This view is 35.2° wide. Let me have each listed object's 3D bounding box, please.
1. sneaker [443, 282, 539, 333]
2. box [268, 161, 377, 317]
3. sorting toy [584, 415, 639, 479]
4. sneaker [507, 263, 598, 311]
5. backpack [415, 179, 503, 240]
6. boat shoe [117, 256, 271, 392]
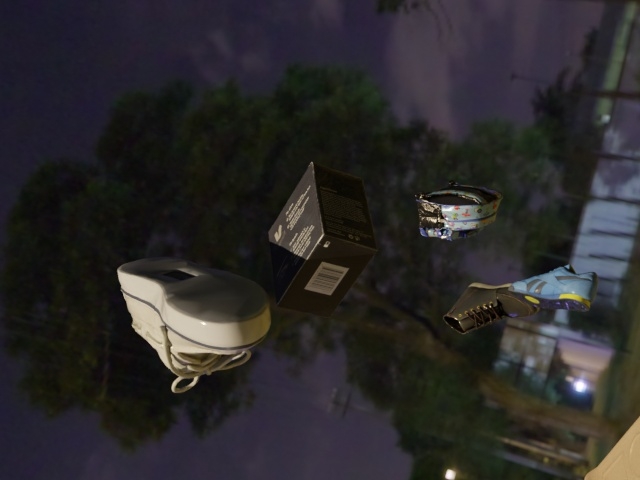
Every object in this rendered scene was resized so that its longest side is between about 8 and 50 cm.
[{"bbox_3d":[0.373,0.159,2.197,0.118,0.222,0.083,-43,-70,-24],"label":"sneaker"},{"bbox_3d":[0.000,0.000,1.480,0.156,0.093,0.158,-56,29,37],"label":"box"},{"bbox_3d":[0.454,0.361,1.418,0.193,0.038,0.208,-91,20,-44],"label":"sorting toy"},{"bbox_3d":[0.468,0.091,2.018,0.069,0.209,0.082,32,-107,-30],"label":"sneaker"},{"bbox_3d":[0.325,-0.065,2.291,0.158,0.173,0.116,-20,-70,-44],"label":"backpack"},{"bbox_3d":[-0.173,0.128,1.352,0.136,0.367,0.156,-15,-74,-31],"label":"boat shoe"}]
